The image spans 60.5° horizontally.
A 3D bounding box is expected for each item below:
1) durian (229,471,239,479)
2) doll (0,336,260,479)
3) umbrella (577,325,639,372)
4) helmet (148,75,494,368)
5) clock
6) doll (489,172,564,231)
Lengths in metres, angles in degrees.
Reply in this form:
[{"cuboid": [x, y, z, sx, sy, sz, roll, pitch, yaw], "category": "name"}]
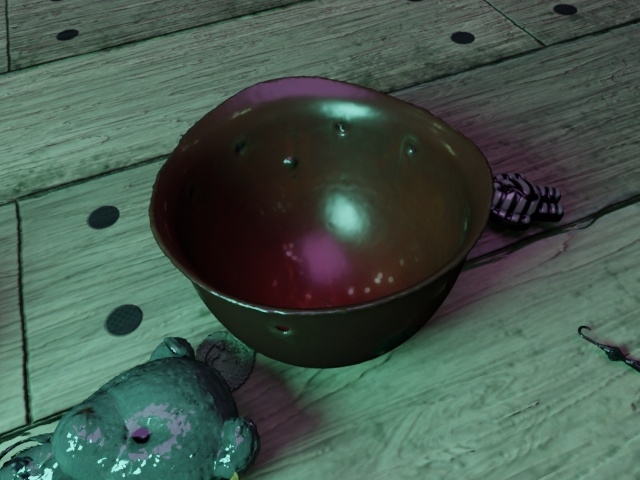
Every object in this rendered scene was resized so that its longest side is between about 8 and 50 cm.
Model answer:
[{"cuboid": [-0.065, 0.291, 0.416, 0.078, 0.140, 0.224, 11, 94, 15], "category": "durian"}, {"cuboid": [-0.208, 0.239, 0.492, 0.246, 0.158, 0.340, 26, 58, 38], "category": "doll"}, {"cuboid": [0.362, 0.145, 0.625, 0.149, 0.022, 0.022, 36, 56, 24], "category": "umbrella"}, {"cuboid": [0.000, 0.000, 0.635, 0.338, 0.230, 0.385, -16, 43, -11], "category": "helmet"}, {"cuboid": [-0.117, 0.146, 0.661, 0.074, 0.010, 0.083, 1, 51, 4], "category": "clock"}, {"cuboid": [0.228, -0.057, 0.776, 0.219, 0.067, 0.091, 6, 60, 1], "category": "doll"}]
